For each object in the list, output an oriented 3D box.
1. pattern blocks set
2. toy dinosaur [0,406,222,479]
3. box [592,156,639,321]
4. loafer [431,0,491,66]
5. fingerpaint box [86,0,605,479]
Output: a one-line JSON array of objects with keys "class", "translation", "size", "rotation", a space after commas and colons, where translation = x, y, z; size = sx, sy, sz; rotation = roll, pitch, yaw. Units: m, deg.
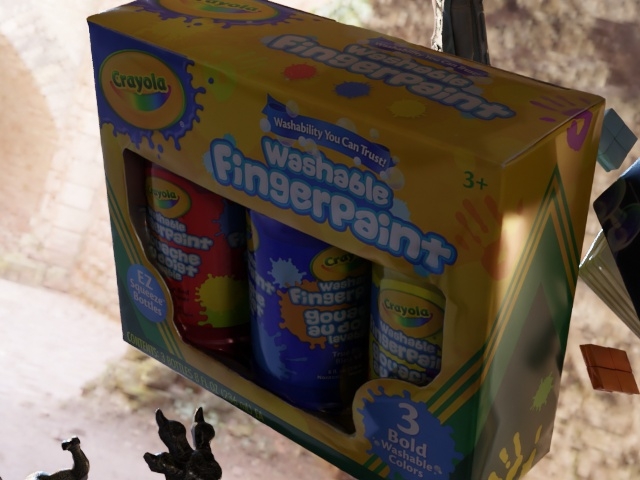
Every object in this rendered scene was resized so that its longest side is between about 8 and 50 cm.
[{"class": "pattern blocks set", "translation": [0.350, 0.038, 1.055], "size": [0.325, 0.285, 0.026], "rotation": [35, -22, -18]}, {"class": "toy dinosaur", "translation": [-0.064, 0.137, 0.394], "size": [0.268, 0.118, 0.064], "rotation": [49, 32, -3]}, {"class": "box", "translation": [0.402, -0.029, 0.642], "size": [0.212, 0.395, 0.293], "rotation": [31, 28, -20]}, {"class": "loafer", "translation": [0.202, -0.332, 1.485], "size": [0.084, 0.268, 0.096], "rotation": [-6, 27, -8]}, {"class": "fingerpaint box", "translation": [0.000, 0.000, 0.971], "size": [0.444, 0.371, 0.163], "rotation": [25, 39, 32]}]
